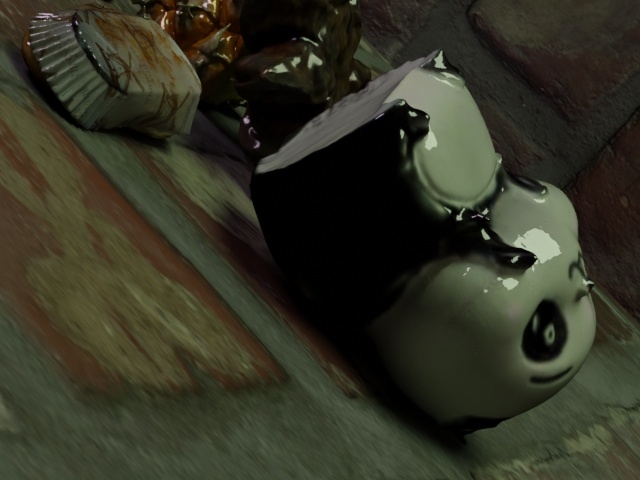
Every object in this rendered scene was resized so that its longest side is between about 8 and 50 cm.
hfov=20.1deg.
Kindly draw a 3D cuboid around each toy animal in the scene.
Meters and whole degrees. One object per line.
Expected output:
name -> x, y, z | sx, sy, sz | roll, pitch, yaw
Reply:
toy animal -> 0.105, 0.014, 1.570 | 0.310, 0.251, 0.251 | 56, 9, -10

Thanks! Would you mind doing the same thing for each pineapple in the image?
pineapple -> -0.105, -0.216, 1.934 | 0.186, 0.114, 0.236 | 39, 9, -26

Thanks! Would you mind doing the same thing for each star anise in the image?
star anise -> -0.016, -0.155, 1.778 | 0.315, 0.108, 0.315 | -1, 90, -79

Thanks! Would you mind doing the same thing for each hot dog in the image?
hot dog -> -0.175, -0.143, 1.521 | 0.131, 0.069, 0.252 | 55, 15, 6

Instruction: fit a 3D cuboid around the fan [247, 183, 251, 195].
fan -> 0.000, 0.000, 1.781 | 0.226, 0.008, 0.152 | 35, 15, -45
